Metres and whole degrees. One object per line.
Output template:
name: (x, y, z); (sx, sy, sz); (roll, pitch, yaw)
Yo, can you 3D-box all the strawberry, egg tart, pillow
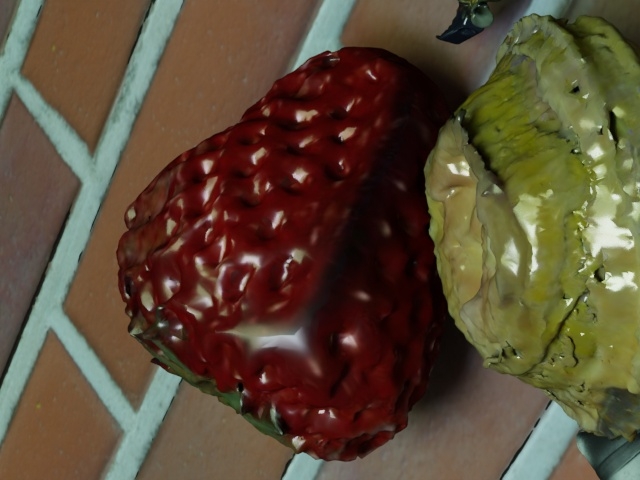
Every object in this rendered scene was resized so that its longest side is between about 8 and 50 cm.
strawberry: (0.000, 0.000, 1.561); (0.345, 0.295, 0.317); (-57, 26, -8)
egg tart: (0.170, -0.007, 1.351); (0.352, 0.150, 0.351); (171, 90, -74)
pillow: (0.268, 0.162, 1.401); (0.091, 0.055, 0.135); (39, 130, 1)

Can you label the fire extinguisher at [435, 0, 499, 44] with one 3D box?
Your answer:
fire extinguisher: (0.169, -0.301, 1.447); (0.138, 0.102, 0.344); (-100, 28, -59)
